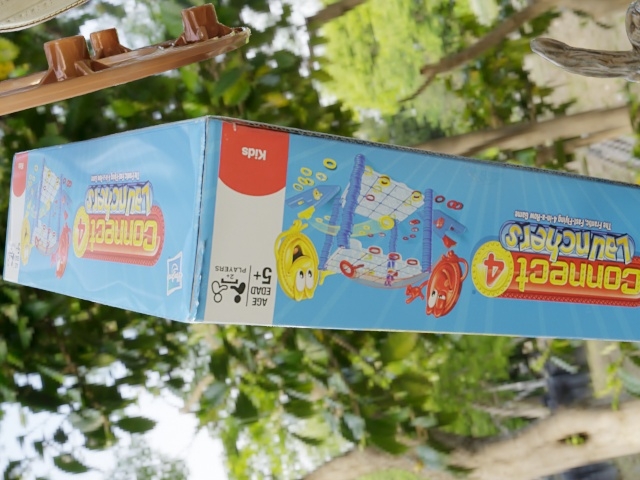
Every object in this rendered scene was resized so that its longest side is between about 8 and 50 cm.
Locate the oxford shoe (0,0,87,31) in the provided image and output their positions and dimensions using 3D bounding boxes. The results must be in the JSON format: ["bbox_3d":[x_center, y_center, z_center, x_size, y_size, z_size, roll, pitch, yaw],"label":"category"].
[{"bbox_3d":[-0.347,-0.273,0.994,0.146,0.397,0.140,12,121,60],"label":"oxford shoe"}]

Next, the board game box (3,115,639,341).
[{"bbox_3d":[0.000,0.000,0.603,0.308,0.302,0.086,3,88,59],"label":"board game box"}]

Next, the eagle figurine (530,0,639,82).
[{"bbox_3d":[0.299,-0.061,0.614,0.298,0.226,0.225,-113,1,-65],"label":"eagle figurine"}]

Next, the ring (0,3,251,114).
[{"bbox_3d":[-0.209,-0.097,0.615,0.336,0.337,0.032,-67,-35,-73],"label":"ring"}]
